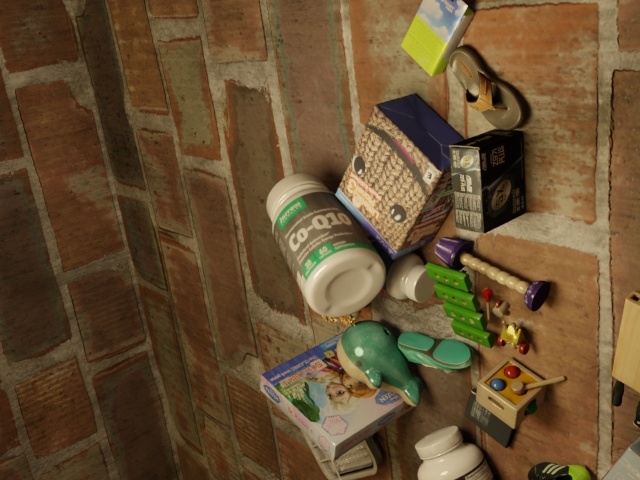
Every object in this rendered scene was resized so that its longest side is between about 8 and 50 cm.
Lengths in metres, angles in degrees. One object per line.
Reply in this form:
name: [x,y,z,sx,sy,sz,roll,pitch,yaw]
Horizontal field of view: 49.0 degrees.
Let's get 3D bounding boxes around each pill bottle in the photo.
pill bottle: [0.000,0.000,1.735,0.361,0.204,0.204,-122,32,-45]
pill bottle: [0.368,0.652,1.800,0.181,0.181,0.323,-33,82,54]
pill bottle: [0.184,0.076,1.777,0.221,0.124,0.124,25,127,45]

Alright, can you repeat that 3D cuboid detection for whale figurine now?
whale figurine: [0.177,0.321,1.881,0.272,0.216,0.141,37,115,3]

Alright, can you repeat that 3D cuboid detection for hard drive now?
hard drive: [0.424,0.443,1.750,0.135,0.022,0.094,36,134,37]

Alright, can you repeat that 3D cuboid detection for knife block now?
knife block: [0.579,0.222,1.253,0.088,0.275,0.242,31,102,39]

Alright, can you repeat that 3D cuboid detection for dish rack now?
dish rack: [0.064,0.632,2.280,0.286,0.072,0.333,62,144,9]

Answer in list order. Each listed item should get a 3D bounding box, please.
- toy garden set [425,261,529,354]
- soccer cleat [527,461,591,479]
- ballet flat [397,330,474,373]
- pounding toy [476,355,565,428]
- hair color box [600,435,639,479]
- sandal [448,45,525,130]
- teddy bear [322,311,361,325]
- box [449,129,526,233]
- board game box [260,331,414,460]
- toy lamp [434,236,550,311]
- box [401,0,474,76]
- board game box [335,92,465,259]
toy garden set: [0.364,0.151,1.587,0.203,0.049,0.244,19,147,45]
soccer cleat: [0.537,0.549,1.616,0.179,0.072,0.060,-31,83,54]
ballet flat: [0.305,0.293,1.792,0.247,0.083,0.087,9,140,50]
pounding toy: [0.450,0.336,1.584,0.141,0.130,0.100,34,145,38]
hair color box: [0.615,0.510,1.396,0.113,0.185,0.375,42,137,31]
sandal: [0.329,-0.309,1.436,0.219,0.060,0.090,57,143,15]
teddy bear: [0.009,0.113,1.940,0.338,0.113,0.245,52,164,47]
box: [0.345,-0.124,1.440,0.077,0.147,0.180,15,120,48]
board game box: [0.050,0.424,1.974,0.318,0.318,0.066,35,133,36]
toy lamp: [0.374,0.066,1.568,0.274,0.080,0.080,31,131,37]
box: [0.248,-0.451,1.479,0.109,0.042,0.178,51,141,21]
board game box: [0.194,-0.147,1.629,0.232,0.141,0.291,49,141,24]
